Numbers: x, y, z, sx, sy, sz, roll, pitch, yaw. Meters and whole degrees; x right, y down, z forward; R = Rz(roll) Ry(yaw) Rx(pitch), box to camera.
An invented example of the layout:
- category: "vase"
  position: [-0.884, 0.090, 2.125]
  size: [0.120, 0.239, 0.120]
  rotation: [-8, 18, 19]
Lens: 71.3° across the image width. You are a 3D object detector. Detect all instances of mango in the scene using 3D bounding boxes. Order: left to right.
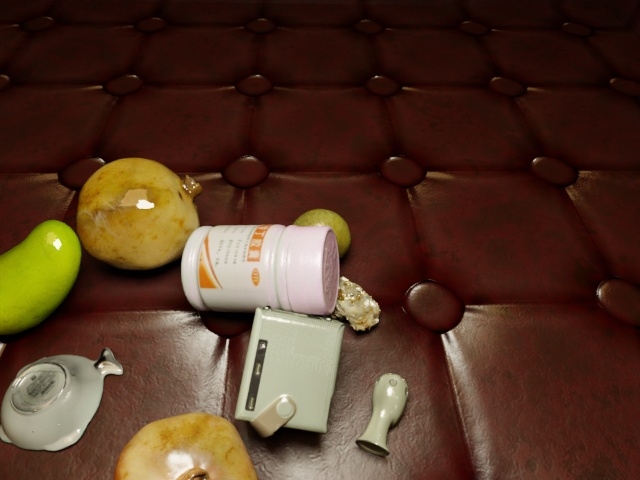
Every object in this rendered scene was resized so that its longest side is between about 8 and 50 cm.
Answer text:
- category: "mango"
  position: [-0.654, 0.086, 1.003]
  size: [0.175, 0.143, 0.293]
  rotation: [42, 91, 2]

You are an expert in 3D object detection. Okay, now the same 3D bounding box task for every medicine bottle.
- category: "medicine bottle"
  position: [-0.127, 0.065, 1.013]
  size: [0.315, 0.202, 0.202]
  rotation: [0, 49, 12]

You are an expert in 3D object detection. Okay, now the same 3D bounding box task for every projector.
- category: "projector"
  position: [-0.062, 0.257, 0.873]
  size: [0.177, 0.163, 0.243]
  rotation: [12, 80, -4]

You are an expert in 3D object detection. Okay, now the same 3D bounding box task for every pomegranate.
- category: "pomegranate"
  position: [-0.449, -0.060, 1.102]
  size: [0.307, 0.307, 0.307]
  rotation: [1, 50, -1]
- category: "pomegranate"
  position: [-0.212, 0.405, 0.716]
  size: [0.228, 0.270, 0.252]
  rotation: [-12, 58, -22]

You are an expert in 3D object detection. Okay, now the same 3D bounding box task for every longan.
- category: "longan"
  position: [0.000, 0.000, 1.141]
  size: [0.154, 0.145, 0.176]
  rotation: [-22, 45, 16]

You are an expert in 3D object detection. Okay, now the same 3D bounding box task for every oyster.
- category: "oyster"
  position: [0.066, 0.149, 1.079]
  size: [0.105, 0.056, 0.177]
  rotation: [-29, 57, -32]

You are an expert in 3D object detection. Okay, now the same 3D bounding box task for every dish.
- category: "dish"
  position: [-0.544, 0.303, 0.913]
  size: [0.246, 0.078, 0.224]
  rotation: [-36, 58, -27]

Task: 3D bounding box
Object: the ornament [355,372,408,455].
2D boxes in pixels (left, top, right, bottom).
- category: "ornament"
  position: [0.131, 0.347, 0.907]
  size: [0.074, 0.081, 0.156]
  rotation: [-10, 40, 40]

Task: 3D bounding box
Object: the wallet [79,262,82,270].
- category: "wallet"
  position: [-0.705, 0.074, 1.133]
  size: [0.176, 0.026, 0.095]
  rotation: [-21, 56, -18]
